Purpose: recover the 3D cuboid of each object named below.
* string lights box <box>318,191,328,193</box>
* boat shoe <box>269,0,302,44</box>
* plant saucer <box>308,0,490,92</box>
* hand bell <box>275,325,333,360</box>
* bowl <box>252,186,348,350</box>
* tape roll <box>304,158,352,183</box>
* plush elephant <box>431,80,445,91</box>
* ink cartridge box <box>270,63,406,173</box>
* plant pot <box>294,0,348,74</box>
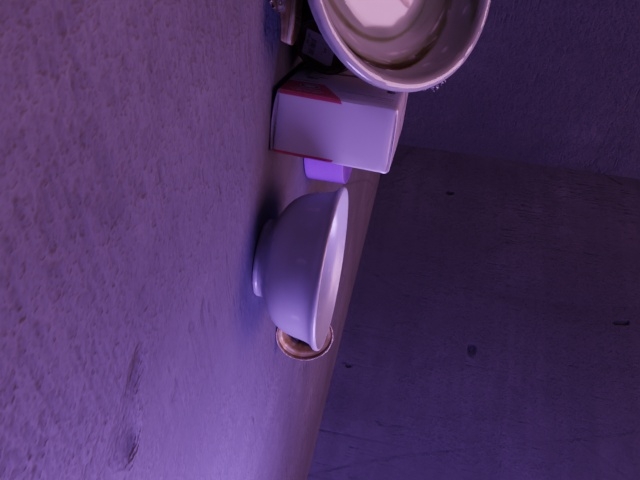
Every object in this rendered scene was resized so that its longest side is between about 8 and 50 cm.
[{"bbox_3d":[0.000,0.000,1.672,0.259,0.077,0.133,-68,164,-57],"label":"string lights box"},{"bbox_3d":[-0.051,-0.356,1.008,0.050,0.045,0.135,-45,141,-77],"label":"boat shoe"},{"bbox_3d":[0.111,-0.439,1.091,0.400,0.100,0.400,-9,105,-36],"label":"plant saucer"},{"bbox_3d":[-0.035,0.161,1.614,0.242,0.126,0.126,-90,-174,-66],"label":"hand bell"},{"bbox_3d":[-0.040,0.041,1.240,0.298,0.134,0.298,9,90,-82],"label":"bowl"},{"bbox_3d":[0.035,-0.270,1.562,0.275,0.090,0.275,9,90,-81],"label":"tape roll"},{"bbox_3d":[0.216,-0.554,2.041,0.272,0.255,0.330,-22,90,-36],"label":"plush elephant"},{"bbox_3d":[0.045,-0.238,1.247,0.283,0.207,0.117,-67,166,-61],"label":"ink cartridge box"},{"bbox_3d":[0.052,-0.405,1.229,0.230,0.215,0.215,-57,160,-32],"label":"plant pot"}]
